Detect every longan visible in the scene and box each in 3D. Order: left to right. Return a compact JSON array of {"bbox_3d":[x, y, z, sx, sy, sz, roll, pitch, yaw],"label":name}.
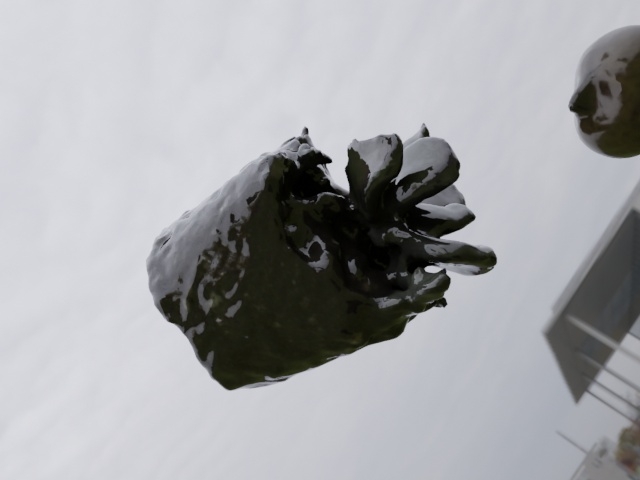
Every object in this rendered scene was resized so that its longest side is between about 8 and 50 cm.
[{"bbox_3d":[0.254,-0.122,0.643,0.113,0.092,0.113,-7,-66,-15],"label":"longan"}]

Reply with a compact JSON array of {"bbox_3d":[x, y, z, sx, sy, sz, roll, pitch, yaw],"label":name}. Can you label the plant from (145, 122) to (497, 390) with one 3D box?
[{"bbox_3d":[0.000,0.000,0.672,0.276,0.188,0.199,-28,6,14],"label":"plant"}]
